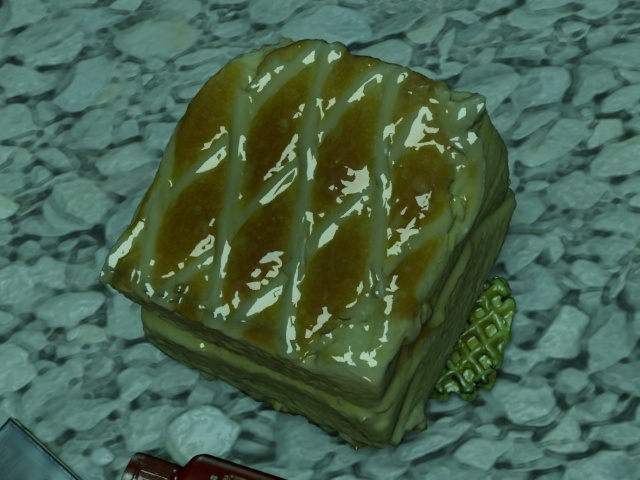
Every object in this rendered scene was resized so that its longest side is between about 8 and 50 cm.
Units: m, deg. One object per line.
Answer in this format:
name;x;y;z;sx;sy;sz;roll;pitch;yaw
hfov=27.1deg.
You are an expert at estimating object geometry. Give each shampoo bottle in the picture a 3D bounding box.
shampoo bottle;-0.083;0.330;1.564;0.314;0.076;0.118;15;74;12

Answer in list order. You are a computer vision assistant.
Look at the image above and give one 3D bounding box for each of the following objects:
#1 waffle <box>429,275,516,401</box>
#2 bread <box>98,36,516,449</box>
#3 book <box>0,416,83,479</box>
waffle;0.150;0.109;1.638;0.169;0.036;0.183;11;70;14
bread;0.000;0.000;1.553;0.371;0.279;0.390;22;76;24
book;-0.347;0.370;1.609;0.269;0.025;0.191;38;79;18
